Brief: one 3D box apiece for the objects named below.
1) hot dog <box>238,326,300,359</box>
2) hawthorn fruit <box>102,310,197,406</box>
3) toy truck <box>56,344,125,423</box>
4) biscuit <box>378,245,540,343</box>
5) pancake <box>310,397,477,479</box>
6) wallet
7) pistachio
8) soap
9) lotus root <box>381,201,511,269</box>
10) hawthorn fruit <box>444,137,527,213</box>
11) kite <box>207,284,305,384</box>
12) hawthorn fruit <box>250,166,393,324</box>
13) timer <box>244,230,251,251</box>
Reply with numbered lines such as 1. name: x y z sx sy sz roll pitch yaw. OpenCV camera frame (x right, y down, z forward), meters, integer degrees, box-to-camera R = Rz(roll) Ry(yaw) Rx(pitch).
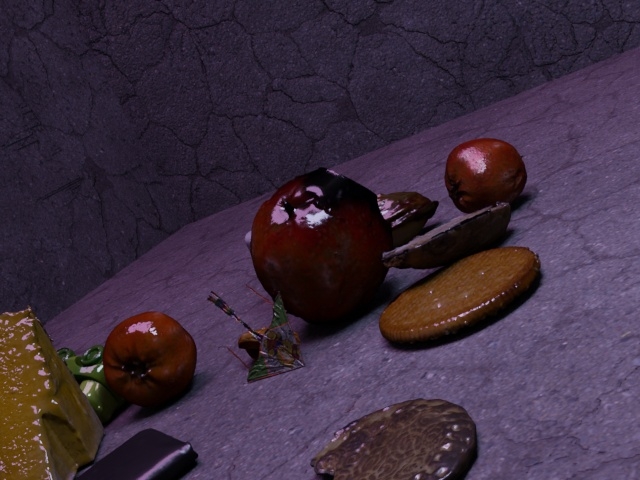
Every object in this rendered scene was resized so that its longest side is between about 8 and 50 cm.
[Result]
1. hot dog: -0.099 0.197 1.814 0.188 0.072 0.055 -11 40 55
2. hawthorn fruit: -0.340 0.235 1.926 0.196 0.197 0.225 -24 2 12
3. toy truck: -0.502 0.332 1.992 0.187 0.148 0.210 -20 33 15
4. biscuit: 0.238 0.094 1.607 0.305 0.038 0.305 -26 11 6
5. pancake: 0.066 0.287 1.168 0.286 0.033 0.288 -32 12 -17
6. wallet: -0.380 0.428 1.487 0.377 0.051 0.197 -34 16 -28
7. pistachio: 0.177 -0.053 2.174 0.210 0.131 0.165 -19 8 -5
8. soap: -0.567 0.300 1.743 0.169 0.339 0.304 -28 10 1
9. lotus root: 0.249 0.007 1.794 0.329 0.078 0.167 -23 0 -40
10. hawthorn fruit: 0.372 -0.143 2.042 0.200 0.179 0.179 -22 9 -20
11. kite: -0.124 0.174 1.755 0.006 0.244 0.198 -7 -55 -60
12. hawthorn fruit: 0.009 0.006 1.855 0.316 0.316 0.316 -26 12 6
13. timer: -0.027 0.028 2.096 0.194 0.192 0.195 -30 12 -18
